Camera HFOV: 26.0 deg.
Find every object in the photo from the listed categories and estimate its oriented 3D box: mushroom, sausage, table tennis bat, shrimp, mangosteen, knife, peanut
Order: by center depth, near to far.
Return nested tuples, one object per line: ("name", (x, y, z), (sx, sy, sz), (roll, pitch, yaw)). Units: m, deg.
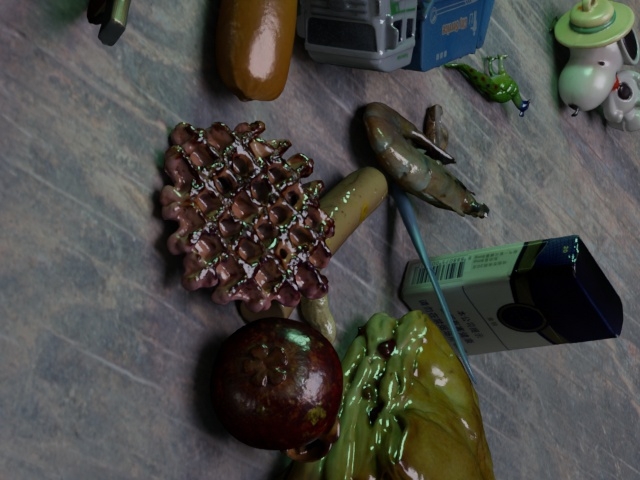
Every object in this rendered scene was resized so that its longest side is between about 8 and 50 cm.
("table tennis bat", (-0.192, -0.257, 1.359), (0.019, 0.130, 0.220), (32, 31, -22))
("mangosteen", (-0.053, 0.171, 1.538), (0.145, 0.181, 0.156), (-4, 66, -14))
("sausage", (-0.073, -0.270, 1.597), (0.098, 0.098, 0.238), (24, 63, -52))
("sausage", (-0.002, -0.001, 1.676), (0.301, 0.066, 0.066), (-50, 125, -47))
("peanut", (-0.001, 0.093, 1.690), (0.037, 0.037, 0.083), (-45, 119, -49))
("knife", (0.148, 0.050, 1.823), (0.044, 0.019, 0.313), (48, 20, -59))
("shrimp", (0.133, -0.107, 1.886), (0.254, 0.059, 0.145), (26, 33, -45))
("mushroom", (0.166, -0.146, 1.984), (0.049, 0.019, 0.101), (8, 79, -55))

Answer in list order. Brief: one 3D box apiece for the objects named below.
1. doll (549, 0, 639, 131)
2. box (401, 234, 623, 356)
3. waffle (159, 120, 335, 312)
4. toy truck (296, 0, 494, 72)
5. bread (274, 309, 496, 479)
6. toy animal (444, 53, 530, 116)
("doll", (0.497, -0.306, 2.410), (0.271, 0.144, 0.208), (6, 101, -52))
("box", (0.260, 0.079, 1.872), (0.168, 0.259, 0.071), (49, 45, -39))
("waffle", (-0.077, -0.027, 1.541), (0.234, 0.055, 0.221), (5, 70, -38))
("toy truck", (0.111, -0.317, 1.798), (0.367, 0.146, 0.175), (-26, 122, -54))
("bread", (0.114, 0.296, 1.691), (0.314, 0.191, 0.370), (64, 37, -25))
("toy animal", (0.256, -0.259, 2.119), (0.217, 0.041, 0.075), (25, 66, -46))
